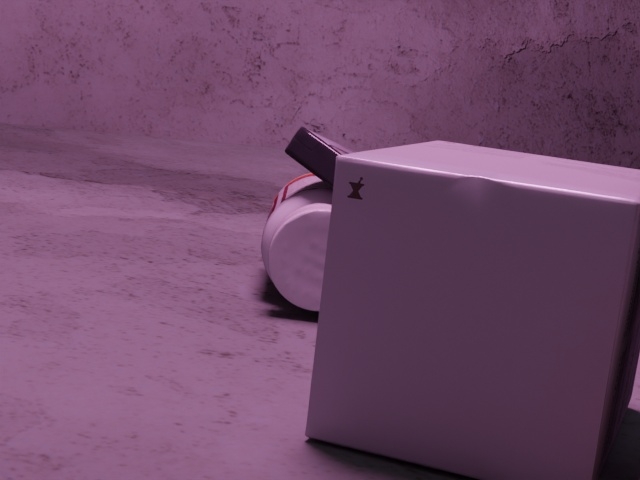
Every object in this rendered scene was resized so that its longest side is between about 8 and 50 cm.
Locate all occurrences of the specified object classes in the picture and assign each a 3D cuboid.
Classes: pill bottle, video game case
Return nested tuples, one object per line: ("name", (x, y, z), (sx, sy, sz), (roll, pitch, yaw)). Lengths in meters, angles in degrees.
("pill bottle", (0.000, 0.000, 1.177), (0.121, 0.121, 0.221), (7, 11, -1))
("video game case", (0.124, -0.010, 1.157), (0.275, 0.035, 0.248), (38, 10, 28))

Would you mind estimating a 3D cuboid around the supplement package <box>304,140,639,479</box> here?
("supplement package", (0.134, 0.040, 0.834), (0.199, 0.198, 0.263), (10, 10, 19))
